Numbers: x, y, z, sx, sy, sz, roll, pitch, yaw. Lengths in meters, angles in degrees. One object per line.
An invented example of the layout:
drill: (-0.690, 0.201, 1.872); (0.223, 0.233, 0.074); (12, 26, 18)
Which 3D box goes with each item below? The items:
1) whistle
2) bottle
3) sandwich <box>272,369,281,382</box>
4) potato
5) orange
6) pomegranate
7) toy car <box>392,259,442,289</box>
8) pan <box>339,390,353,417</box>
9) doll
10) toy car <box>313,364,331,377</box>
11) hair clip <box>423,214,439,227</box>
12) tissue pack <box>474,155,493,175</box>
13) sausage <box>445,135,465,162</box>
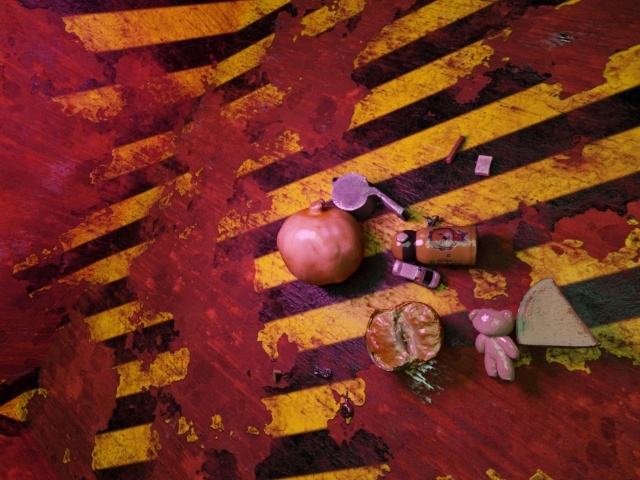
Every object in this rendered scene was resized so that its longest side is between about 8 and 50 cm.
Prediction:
whistle: (0.233, -0.202, 1.983); (0.406, 0.168, 0.188); (8, 80, 22)
bottle: (0.478, 0.024, 1.773); (0.352, 0.171, 0.171); (-2, 75, 15)
sandwich: (-0.208, 0.645, 2.012); (0.031, 0.044, 0.083); (31, 133, 33)
potato: (0.882, 0.274, 1.581); (0.270, 0.112, 0.254); (-5, 71, 25)
orange: (0.351, 0.404, 1.739); (0.335, 0.196, 0.262); (-26, 52, 11)
pomegranate: (0.000, 0.000, 1.909); (0.413, 0.411, 0.410); (-7, 73, 23)
toy car: (0.421, 0.147, 1.827); (0.210, 0.108, 0.089); (19, 84, 27)
pan: (0.112, 0.726, 1.850); (0.069, 0.023, 0.115); (-5, 74, 24)
doll: (0.687, 0.400, 1.628); (0.175, 0.149, 0.277); (-7, 86, 33)
toy car: (0.009, 0.605, 1.930); (0.093, 0.025, 0.041); (8, 81, 30)
hair clip: (0.495, -0.001, 1.883); (0.070, 0.039, 0.229); (0, 80, 23)
tissue pack: (0.728, -0.333, 1.862); (0.062, 0.042, 0.083); (11, 80, 28)
sausage: (0.627, -0.423, 1.940); (0.030, 0.035, 0.146); (30, 88, 7)
